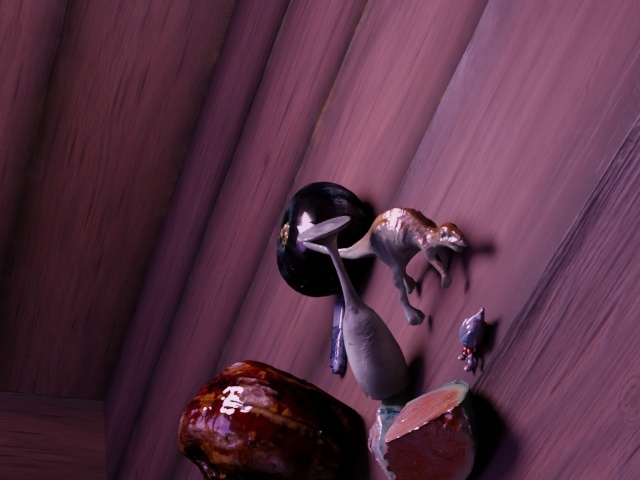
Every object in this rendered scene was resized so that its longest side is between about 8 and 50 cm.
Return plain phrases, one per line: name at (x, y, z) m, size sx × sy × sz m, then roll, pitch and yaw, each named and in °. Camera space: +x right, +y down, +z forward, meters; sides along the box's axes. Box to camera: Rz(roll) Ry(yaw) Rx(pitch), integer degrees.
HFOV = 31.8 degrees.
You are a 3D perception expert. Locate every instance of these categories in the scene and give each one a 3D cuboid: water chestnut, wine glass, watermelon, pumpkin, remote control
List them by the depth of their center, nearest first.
watermelon at (0.188, 0.282, 1.720) m, size 0.231 × 0.128 × 0.146 m, roll -36°, pitch 19°, yaw 44°
wine glass at (0.111, 0.113, 1.837) m, size 0.264 × 0.096 × 0.309 m, roll -6°, pitch 109°, yaw 53°
watermelon at (0.114, 0.352, 1.916) m, size 0.139 × 0.071 × 0.187 m, roll 120°, pitch 151°, yaw -53°
water chestnut at (-0.106, 0.404, 2.094) m, size 0.335 × 0.335 × 0.347 m, roll -28°, pitch 39°, yaw 65°
pumpkin at (0.000, 0.000, 2.228) m, size 0.233 × 0.163 × 0.233 m, roll -170°, pitch 90°, yaw -72°
remote control at (0.038, 0.191, 2.242) m, size 0.043 × 0.027 × 0.152 m, roll 139°, pitch 138°, yaw -66°

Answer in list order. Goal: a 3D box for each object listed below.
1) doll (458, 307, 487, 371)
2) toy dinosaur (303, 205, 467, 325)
doll at (0.231, 0.146, 1.723) m, size 0.057 × 0.039 × 0.114 m, roll -52°, pitch -23°, yaw -53°
toy dinosaur at (0.122, 0.025, 1.912) m, size 0.393 × 0.092 × 0.205 m, roll 20°, pitch 134°, yaw 49°
